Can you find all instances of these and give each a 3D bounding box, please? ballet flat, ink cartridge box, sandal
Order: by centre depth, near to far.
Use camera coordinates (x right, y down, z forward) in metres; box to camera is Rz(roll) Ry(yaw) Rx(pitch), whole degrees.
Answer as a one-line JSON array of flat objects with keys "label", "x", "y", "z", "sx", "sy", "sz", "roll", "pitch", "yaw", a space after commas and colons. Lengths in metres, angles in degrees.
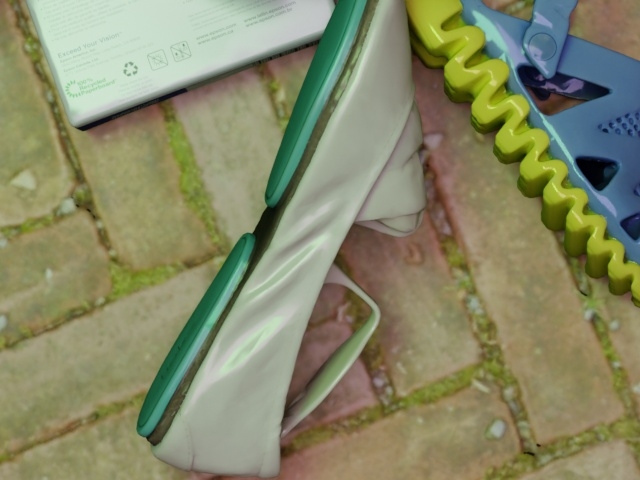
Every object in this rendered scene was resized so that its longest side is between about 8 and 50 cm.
[{"label": "sandal", "x": 0.194, "y": -0.087, "z": 1.352, "sx": 0.138, "sy": 0.126, "sz": 0.317, "roll": -35, "pitch": 90, "yaw": -3}, {"label": "ballet flat", "x": 0.000, "y": 0.000, "z": 1.356, "sx": 0.139, "sy": 0.139, "sz": 0.400, "roll": 26, "pitch": 99, "yaw": 2}, {"label": "ink cartridge box", "x": -0.121, "y": -0.224, "z": 1.395, "sx": 0.223, "sy": 0.045, "sz": 0.224, "roll": -19, "pitch": 88, "yaw": 1}]
